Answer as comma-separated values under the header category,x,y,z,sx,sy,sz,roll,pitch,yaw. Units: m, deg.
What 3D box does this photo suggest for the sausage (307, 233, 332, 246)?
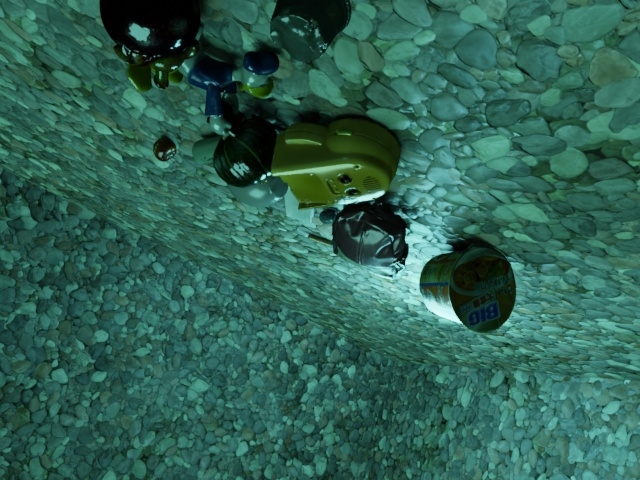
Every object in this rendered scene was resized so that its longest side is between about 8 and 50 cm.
category,x,y,z,sx,sy,sz,roll,pitch,yaw
sausage,0.000,0.000,2.154,0.116,0.026,0.026,20,160,7

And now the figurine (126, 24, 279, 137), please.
category,x,y,z,sx,sy,sz,roll,pitch,yaw
figurine,-0.247,-0.379,1.233,0.338,0.205,0.284,-4,124,27

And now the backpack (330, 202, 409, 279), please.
category,x,y,z,sx,sy,sz,roll,pitch,yaw
backpack,0.165,-0.025,1.689,0.283,0.197,0.317,18,155,14

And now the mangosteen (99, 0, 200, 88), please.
category,x,y,z,sx,sy,sz,roll,pitch,yaw
mangosteen,-0.355,-0.452,1.079,0.211,0.211,0.250,12,124,24

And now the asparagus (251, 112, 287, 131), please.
category,x,y,z,sx,sy,sz,roll,pitch,yaw
asparagus,-0.143,-0.338,1.462,0.127,0.018,0.015,23,-175,-4

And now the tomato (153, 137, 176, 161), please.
category,x,y,z,sx,sy,sz,roll,pitch,yaw
tomato,-0.564,-0.331,1.810,0.075,0.087,0.087,48,161,9

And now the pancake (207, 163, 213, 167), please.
category,x,y,z,sx,sy,sz,roll,pitch,yaw
pancake,-0.411,-0.297,1.838,0.114,0.011,0.115,19,159,7

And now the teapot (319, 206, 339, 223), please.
category,x,y,z,sx,sy,sz,roll,pitch,yaw
teapot,0.039,-0.094,1.864,0.083,0.064,0.049,6,-174,29

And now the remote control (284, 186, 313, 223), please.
category,x,y,z,sx,sy,sz,roll,pitch,yaw
remote control,-0.074,-0.147,1.820,0.102,0.056,0.277,20,161,6

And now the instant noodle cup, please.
category,x,y,z,sx,sy,sz,roll,pitch,yaw
instant noodle cup,0.491,0.161,1.731,0.296,0.297,0.214,30,166,-21

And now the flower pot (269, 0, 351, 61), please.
category,x,y,z,sx,sy,sz,roll,pitch,yaw
flower pot,-0.028,-0.431,0.991,0.157,0.107,0.157,17,160,7

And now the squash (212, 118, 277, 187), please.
category,x,y,z,sx,sy,sz,roll,pitch,yaw
squash,-0.207,-0.248,1.436,0.172,0.218,0.218,26,160,-32

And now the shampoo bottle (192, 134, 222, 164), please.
category,x,y,z,sx,sy,sz,roll,pitch,yaw
shampoo bottle,-0.311,-0.300,1.626,0.262,0.085,0.085,0,151,43

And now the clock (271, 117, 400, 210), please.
category,x,y,z,sx,sy,sz,roll,pitch,yaw
clock,0.055,-0.208,1.373,0.316,0.201,0.244,2,156,24

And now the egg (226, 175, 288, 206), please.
category,x,y,z,sx,sy,sz,roll,pitch,yaw
egg,-0.214,-0.199,1.651,0.231,0.176,0.176,9,156,36
